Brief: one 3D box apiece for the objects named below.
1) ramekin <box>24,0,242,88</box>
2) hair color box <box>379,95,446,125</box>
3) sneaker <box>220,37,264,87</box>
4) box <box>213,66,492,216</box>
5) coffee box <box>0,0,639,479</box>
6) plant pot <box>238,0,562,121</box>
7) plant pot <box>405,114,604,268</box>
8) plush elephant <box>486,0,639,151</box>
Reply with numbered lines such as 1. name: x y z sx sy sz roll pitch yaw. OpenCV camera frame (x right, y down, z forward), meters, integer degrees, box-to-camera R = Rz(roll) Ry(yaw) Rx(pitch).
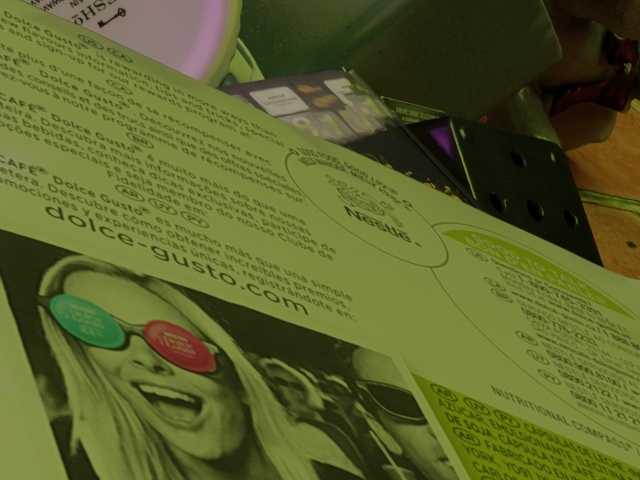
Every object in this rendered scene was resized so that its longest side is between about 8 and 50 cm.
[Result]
1. ramekin: -0.173 -0.153 1.250 0.273 0.273 0.127 27 -18 -17
2. hair color box: 0.014 -0.073 1.434 0.141 0.043 0.072 -4 -9 44
3. sneaker: -0.198 -0.138 1.377 0.315 0.182 0.127 45 -20 -13
4. box: -0.055 0.053 1.092 0.395 0.097 0.318 -12 46 -37
5. coffee box: -0.052 0.170 0.652 0.338 0.337 0.334 22 23 -27
6. plant pot: 0.005 -0.191 1.603 0.247 0.252 0.248 46 -4 28
7. plant pot: 0.084 0.016 1.342 0.187 0.167 0.188 11 54 -46
8. plush elephant: 0.290 -0.193 2.035 0.255 0.272 0.330 13 25 -33
